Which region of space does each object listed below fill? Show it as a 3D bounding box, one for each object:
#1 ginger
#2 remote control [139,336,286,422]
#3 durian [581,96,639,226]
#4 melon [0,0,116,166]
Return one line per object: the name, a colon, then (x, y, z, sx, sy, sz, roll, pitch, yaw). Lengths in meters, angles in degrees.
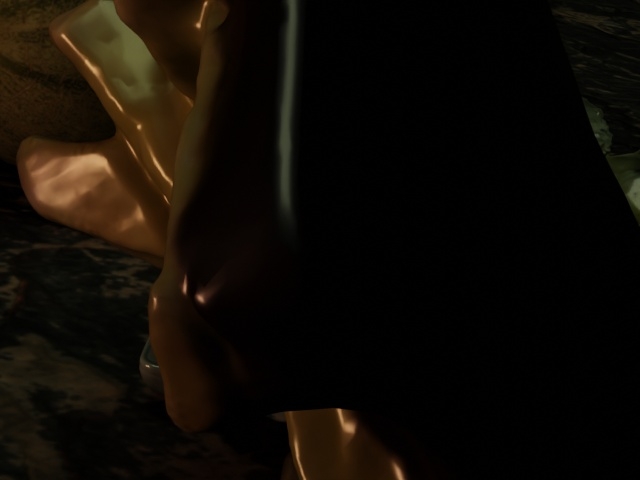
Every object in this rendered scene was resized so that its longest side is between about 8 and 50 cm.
ginger: (0.000, 0.000, 0.672, 0.211, 0.358, 0.413, -20, 25, 26)
remote control: (-0.022, 0.020, 0.874, 0.103, 0.051, 0.293, 10, 24, 2)
durian: (0.139, -0.042, 0.950, 0.172, 0.166, 0.306, 4, 30, -10)
melon: (-0.135, -0.167, 1.034, 0.249, 0.248, 0.329, 18, 25, 20)
